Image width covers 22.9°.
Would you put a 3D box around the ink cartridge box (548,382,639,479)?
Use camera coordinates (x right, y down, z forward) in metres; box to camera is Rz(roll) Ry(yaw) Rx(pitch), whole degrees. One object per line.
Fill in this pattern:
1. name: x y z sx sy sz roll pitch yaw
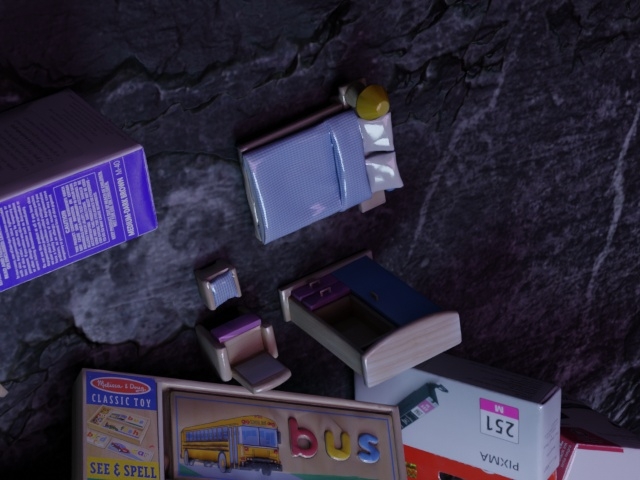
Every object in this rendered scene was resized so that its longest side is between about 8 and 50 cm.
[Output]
1. ink cartridge box: 0.315 0.276 2.168 0.172 0.237 0.100 10 103 -37

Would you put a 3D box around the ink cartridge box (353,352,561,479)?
1. ink cartridge box: 0.174 0.263 2.042 0.060 0.275 0.239 -37 132 -47

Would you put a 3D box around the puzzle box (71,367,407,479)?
1. puzzle box: -0.086 0.296 1.832 0.409 0.272 0.052 8 144 -21

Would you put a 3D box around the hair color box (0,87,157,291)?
1. hair color box: -0.358 -0.028 1.586 0.339 0.185 0.110 -22 124 -24

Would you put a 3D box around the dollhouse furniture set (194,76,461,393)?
1. dollhouse furniture set: 0.000 0.000 1.840 0.286 0.198 0.303 -24 123 -24

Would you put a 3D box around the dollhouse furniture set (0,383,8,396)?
1. dollhouse furniture set: -0.437 0.181 1.592 0.212 0.242 0.161 -44 130 -12
